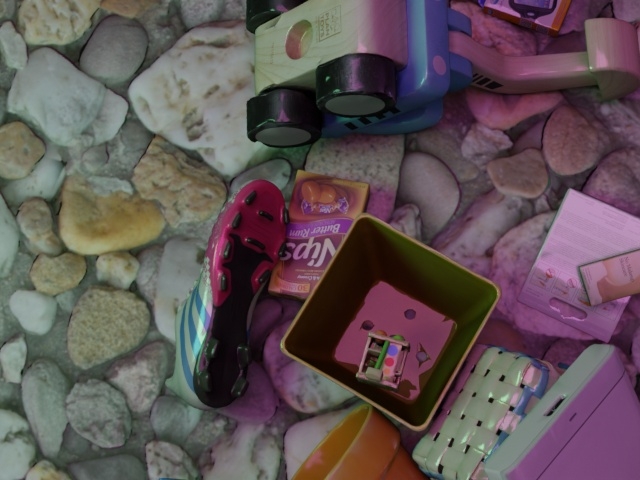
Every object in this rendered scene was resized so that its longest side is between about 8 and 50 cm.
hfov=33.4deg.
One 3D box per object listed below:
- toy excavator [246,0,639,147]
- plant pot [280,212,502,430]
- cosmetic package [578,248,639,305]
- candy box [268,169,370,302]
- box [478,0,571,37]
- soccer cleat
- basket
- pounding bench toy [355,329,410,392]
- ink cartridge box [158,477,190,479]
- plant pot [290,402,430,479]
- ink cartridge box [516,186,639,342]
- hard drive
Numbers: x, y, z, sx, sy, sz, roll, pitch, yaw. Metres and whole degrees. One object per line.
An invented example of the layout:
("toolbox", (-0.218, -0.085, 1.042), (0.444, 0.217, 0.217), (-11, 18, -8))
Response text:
("toy excavator", (0.170, -0.257, 1.519), (0.433, 0.445, 0.222), (-16, 71, 44))
("plant pot", (0.098, 0.121, 1.432), (0.212, 0.187, 0.212), (29, 81, 12))
("cosmetic package", (0.418, 0.047, 1.462), (0.115, 0.041, 0.060), (-18, 87, 11))
("candy box", (0.000, 0.000, 1.542), (0.109, 0.053, 0.186), (12, 79, 8))
("box", (0.310, -0.369, 1.618), (0.136, 0.028, 0.081), (22, 79, 9))
("soccer cleat", (-0.145, 0.071, 1.495), (0.143, 0.116, 0.331), (1, 73, 51))
("basket", (0.283, 0.272, 1.369), (0.289, 0.201, 0.254), (37, 77, -23))
("pounding bench toy", (0.077, 0.142, 1.288), (0.052, 0.083, 0.065), (15, 78, 9))
("ink cartridge box", (-0.153, 0.430, 1.430), (0.148, 0.086, 0.203), (6, 77, 7))
("plant pot", (0.068, 0.350, 1.384), (0.188, 0.205, 0.205), (41, 83, -2))
("ink cartridge box", (0.382, 0.034, 1.513), (0.145, 0.045, 0.179), (25, 98, 10))
("hard drive", (0.334, 0.332, 1.243), (0.233, 0.047, 0.353), (-39, 112, -33))
